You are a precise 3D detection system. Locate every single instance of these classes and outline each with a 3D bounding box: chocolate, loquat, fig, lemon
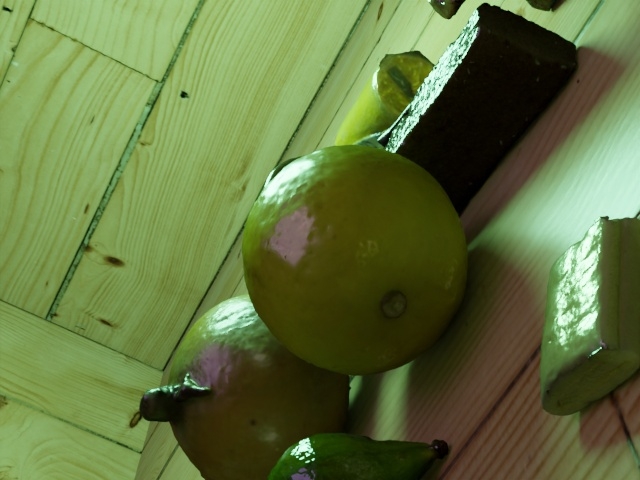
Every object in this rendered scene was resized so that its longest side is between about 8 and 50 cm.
[{"bbox_3d":[0.122,-0.220,2.205,0.445,0.162,0.162,129,163,-63],"label":"chocolate"},{"bbox_3d":[-0.121,0.255,1.717,0.328,0.359,0.329,11,102,59],"label":"loquat"},{"bbox_3d":[0.058,0.325,1.327,0.235,0.203,0.203,-25,10,-6],"label":"fig"},{"bbox_3d":[0.050,0.029,1.489,0.348,0.347,0.348,-59,12,22],"label":"lemon"}]

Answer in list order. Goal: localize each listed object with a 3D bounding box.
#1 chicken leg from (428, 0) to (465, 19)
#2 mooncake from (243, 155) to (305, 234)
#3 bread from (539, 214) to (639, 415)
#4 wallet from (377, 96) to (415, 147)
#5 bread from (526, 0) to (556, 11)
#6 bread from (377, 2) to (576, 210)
[{"bbox_3d":[0.322,-0.464,1.536,0.409,0.182,0.295,-43,7,2],"label":"chicken leg"},{"bbox_3d":[0.000,0.000,1.881,0.155,0.284,0.284,-53,16,40],"label":"mooncake"},{"bbox_3d":[0.271,0.074,1.057,0.139,0.060,0.178,-53,16,45],"label":"bread"},{"bbox_3d":[0.218,-0.231,1.726,0.229,0.181,0.049,-52,54,38],"label":"wallet"},{"bbox_3d":[0.363,-0.425,1.676,0.113,0.082,0.060,-43,21,53],"label":"bread"},{"bbox_3d":[0.208,-0.173,1.620,0.416,0.165,0.113,-53,21,42],"label":"bread"}]
